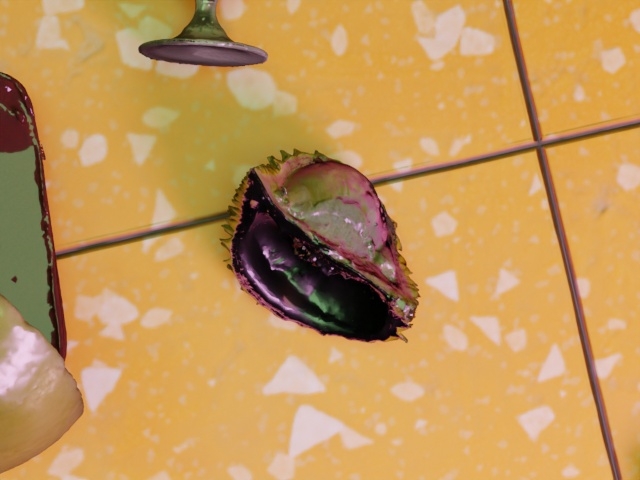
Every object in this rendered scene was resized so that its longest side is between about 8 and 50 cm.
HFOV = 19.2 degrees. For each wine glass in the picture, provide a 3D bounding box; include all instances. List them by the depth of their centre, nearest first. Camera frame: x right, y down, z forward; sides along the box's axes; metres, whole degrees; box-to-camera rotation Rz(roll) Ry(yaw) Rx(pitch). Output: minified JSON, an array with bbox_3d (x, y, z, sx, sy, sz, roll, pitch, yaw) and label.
[{"bbox_3d":[-0.083,-0.255,1.460,0.103,0.103,0.231,5,85,-5],"label":"wine glass"}]

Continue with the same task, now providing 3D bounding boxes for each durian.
[{"bbox_3d":[0.002,-0.003,1.480,0.186,0.119,0.108,38,48,-15],"label":"durian"}]

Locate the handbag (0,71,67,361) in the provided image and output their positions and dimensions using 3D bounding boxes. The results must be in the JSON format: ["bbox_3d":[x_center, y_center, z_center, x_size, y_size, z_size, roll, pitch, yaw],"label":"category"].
[{"bbox_3d":[-0.338,0.011,1.436,0.275,0.084,0.260,-7,92,-9],"label":"handbag"}]

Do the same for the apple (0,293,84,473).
[{"bbox_3d":[-0.305,0.033,1.269,0.233,0.258,0.295,-17,92,-8],"label":"apple"}]
